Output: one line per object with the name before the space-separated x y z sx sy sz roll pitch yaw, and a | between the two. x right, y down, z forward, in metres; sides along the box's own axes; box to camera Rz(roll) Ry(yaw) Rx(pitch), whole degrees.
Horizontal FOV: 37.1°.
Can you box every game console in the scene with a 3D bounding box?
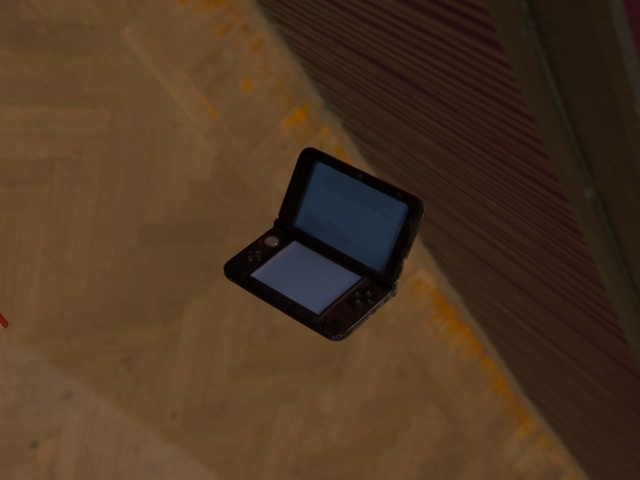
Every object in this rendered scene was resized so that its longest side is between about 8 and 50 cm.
game console | 0.000 0.000 0.722 0.107 0.122 0.071 -38 142 -34

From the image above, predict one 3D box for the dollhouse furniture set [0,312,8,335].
dollhouse furniture set | -0.603 0.005 1.286 0.201 0.374 0.152 93 22 -67
